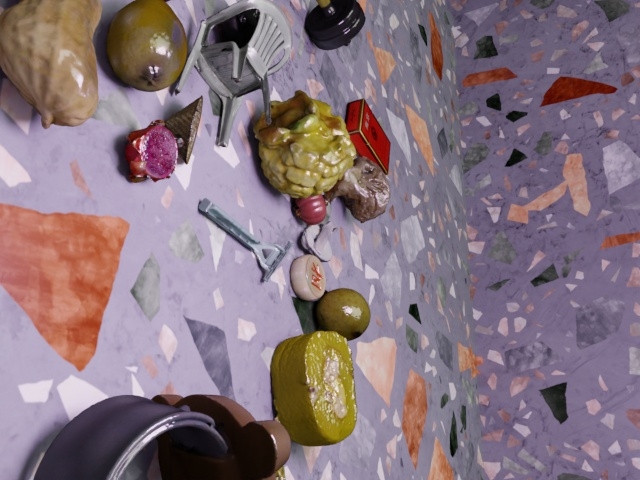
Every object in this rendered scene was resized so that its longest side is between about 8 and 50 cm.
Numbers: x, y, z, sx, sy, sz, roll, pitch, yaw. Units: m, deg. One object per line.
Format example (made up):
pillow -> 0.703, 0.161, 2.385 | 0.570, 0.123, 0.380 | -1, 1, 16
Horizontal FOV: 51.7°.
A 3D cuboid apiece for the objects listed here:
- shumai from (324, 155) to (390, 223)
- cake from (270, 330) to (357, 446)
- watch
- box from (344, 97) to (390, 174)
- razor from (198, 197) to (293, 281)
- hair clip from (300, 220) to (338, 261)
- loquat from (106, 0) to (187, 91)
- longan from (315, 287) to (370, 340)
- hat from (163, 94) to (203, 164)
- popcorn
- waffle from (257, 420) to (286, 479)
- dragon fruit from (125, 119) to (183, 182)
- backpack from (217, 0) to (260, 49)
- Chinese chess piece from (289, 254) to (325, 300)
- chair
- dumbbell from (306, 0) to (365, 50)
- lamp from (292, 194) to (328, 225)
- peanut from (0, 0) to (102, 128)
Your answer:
shumai -> 0.101, -0.160, 1.987 | 0.175, 0.166, 0.206 | 11, 46, -53
cake -> -0.018, 0.349, 1.557 | 0.179, 0.156, 0.261 | 16, 60, -44
watch -> -0.247, 0.408, 0.994 | 0.326, 0.313, 0.336 | -9, 99, -51
box -> 0.164, -0.348, 2.264 | 0.240, 0.074, 0.153 | 49, 44, -45
razor -> -0.177, -0.014, 1.497 | 0.111, 0.056, 0.278 | -55, 133, -7
hair clip -> 0.000, 0.000, 1.813 | 0.116, 0.049, 0.172 | 50, 30, -15
loquat -> -0.322, -0.372, 1.242 | 0.152, 0.152, 0.195 | 40, 38, -52
longan -> 0.055, 0.193, 1.790 | 0.145, 0.176, 0.155 | -36, 147, -17
hat -> -0.289, -0.232, 1.349 | 0.146, 0.067, 0.146 | -167, -90, -83
popcorn -> -0.044, -0.236, 1.654 | 0.270, 0.224, 0.258 | -25, 86, -54
waffle -> -0.128, 0.532, 1.313 | 0.317, 0.073, 0.298 | -44, 125, -72
dragon fruit -> -0.325, -0.165, 1.241 | 0.112, 0.068, 0.126 | 56, 44, -50
backpack -> -0.185, -0.484, 1.595 | 0.120, 0.105, 0.165 | -63, 156, -47
Chinese chess piece -> -0.031, 0.097, 1.733 | 0.122, 0.051, 0.122 | 34, 51, -55
chair -> -0.174, -0.386, 1.476 | 0.203, 0.190, 0.275 | 49, 37, -47
dumbbell -> -0.002, -0.730, 1.954 | 0.388, 0.185, 0.185 | 50, 39, -45
lamp -> -0.027, -0.093, 1.767 | 0.107, 0.092, 0.108 | 159, -90, -80
peanut -> -0.420, -0.320, 1.027 | 0.159, 0.143, 0.292 | 22, 56, -50
